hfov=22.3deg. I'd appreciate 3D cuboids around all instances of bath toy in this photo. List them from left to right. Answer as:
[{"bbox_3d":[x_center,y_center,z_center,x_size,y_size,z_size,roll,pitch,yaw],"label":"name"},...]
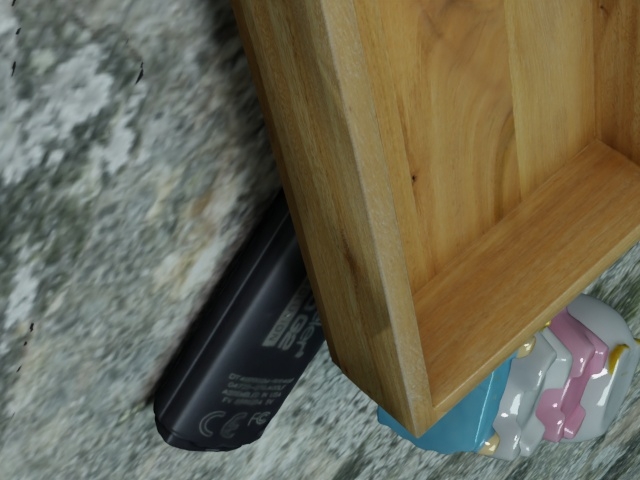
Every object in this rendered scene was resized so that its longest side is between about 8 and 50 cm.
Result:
[{"bbox_3d":[0.120,0.061,1.077,0.348,0.129,0.151,16,95,-66],"label":"bath toy"}]

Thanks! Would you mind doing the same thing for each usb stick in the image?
[{"bbox_3d":[0.000,0.000,0.842,0.077,0.045,0.278,8,123,-43],"label":"usb stick"}]

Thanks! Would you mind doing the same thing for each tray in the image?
[{"bbox_3d":[0.067,-0.102,0.677,0.203,0.076,0.411,-39,146,-17],"label":"tray"}]
